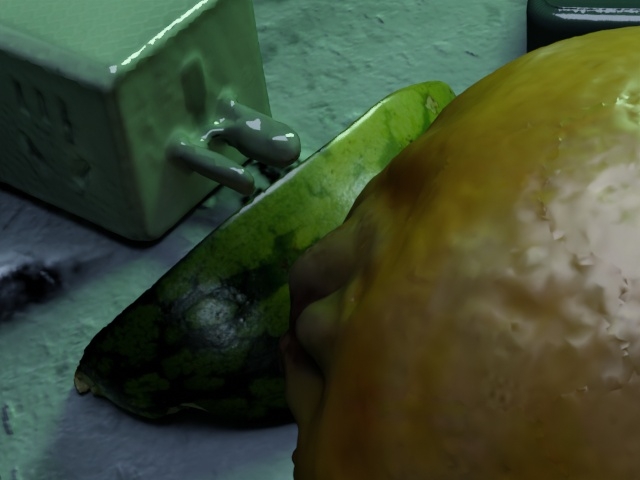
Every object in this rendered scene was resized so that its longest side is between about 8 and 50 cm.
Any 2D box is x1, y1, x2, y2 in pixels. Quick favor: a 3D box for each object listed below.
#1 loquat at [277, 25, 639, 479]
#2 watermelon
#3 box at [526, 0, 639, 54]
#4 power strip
[{"bbox_3d":[0.142,0.063,0.826,0.328,0.328,0.328,-5,41,4],"label":"loquat"},{"bbox_3d":[0.019,0.018,1.086,0.303,0.159,0.128,-37,86,-27],"label":"watermelon"},{"bbox_3d":[0.211,-0.165,1.247,0.144,0.090,0.201,3,43,14],"label":"box"},{"bbox_3d":[-0.116,-0.097,1.188,0.224,0.140,0.139,22,48,31],"label":"power strip"}]
